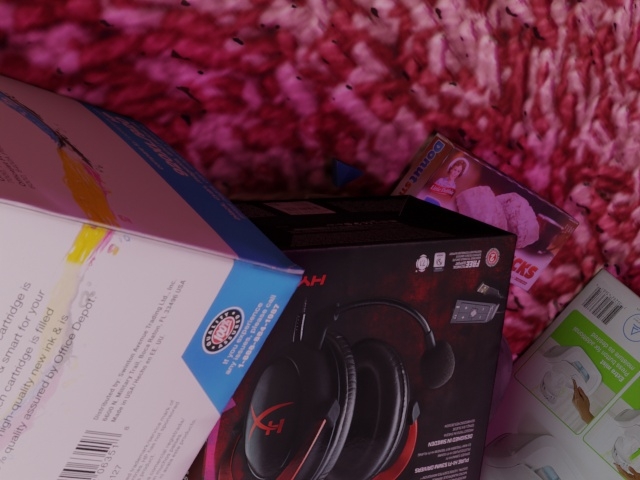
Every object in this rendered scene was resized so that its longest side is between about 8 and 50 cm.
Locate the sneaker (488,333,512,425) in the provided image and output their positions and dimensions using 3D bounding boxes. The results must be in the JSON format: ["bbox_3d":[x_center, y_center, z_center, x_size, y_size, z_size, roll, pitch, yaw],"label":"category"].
[{"bbox_3d":[0.050,0.163,1.173,0.130,0.087,0.228,-7,124,-36],"label":"sneaker"}]

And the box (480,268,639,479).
[{"bbox_3d":[0.241,0.195,1.230,0.231,0.262,0.127,-49,142,1],"label":"box"}]

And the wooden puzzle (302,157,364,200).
[{"bbox_3d":[0.000,0.000,1.042,0.078,0.014,0.116,8,117,-50],"label":"wooden puzzle"}]

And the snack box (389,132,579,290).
[{"bbox_3d":[0.113,-0.017,1.122,0.064,0.022,0.178,-53,141,10],"label":"snack box"}]

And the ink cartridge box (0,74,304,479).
[{"bbox_3d":[-0.169,0.022,0.782,0.232,0.168,0.171,16,110,-48],"label":"ink cartridge box"}]

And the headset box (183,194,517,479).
[{"bbox_3d":[-0.014,0.128,0.977,0.218,0.110,0.293,-3,107,-38],"label":"headset box"}]
